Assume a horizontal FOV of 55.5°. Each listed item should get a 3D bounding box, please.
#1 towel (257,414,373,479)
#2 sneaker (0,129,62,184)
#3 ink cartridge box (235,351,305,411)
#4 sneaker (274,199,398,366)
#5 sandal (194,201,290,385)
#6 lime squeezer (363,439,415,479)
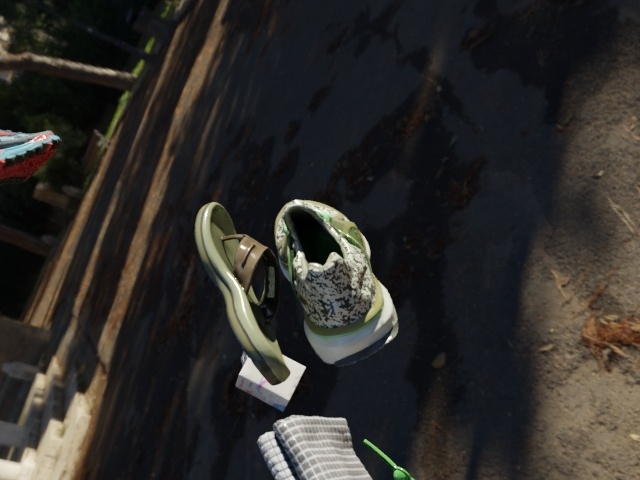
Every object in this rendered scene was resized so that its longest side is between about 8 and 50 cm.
[{"bbox_3d":[0.014,0.503,1.328,0.121,0.284,0.235,-43,60,10],"label":"towel"},{"bbox_3d":[-0.524,-0.157,0.968,0.104,0.125,0.262,-38,6,21],"label":"sneaker"},{"bbox_3d":[-0.122,0.305,1.375,0.089,0.143,0.092,-61,-4,-33],"label":"ink cartridge box"},{"bbox_3d":[0.000,0.000,0.939,0.158,0.182,0.410,-24,31,-4],"label":"sneaker"},{"bbox_3d":[-0.091,0.061,0.840,0.086,0.120,0.302,-33,53,3],"label":"sandal"},{"bbox_3d":[0.223,0.710,1.745,0.058,0.110,0.310,78,173,-54],"label":"lime squeezer"}]
